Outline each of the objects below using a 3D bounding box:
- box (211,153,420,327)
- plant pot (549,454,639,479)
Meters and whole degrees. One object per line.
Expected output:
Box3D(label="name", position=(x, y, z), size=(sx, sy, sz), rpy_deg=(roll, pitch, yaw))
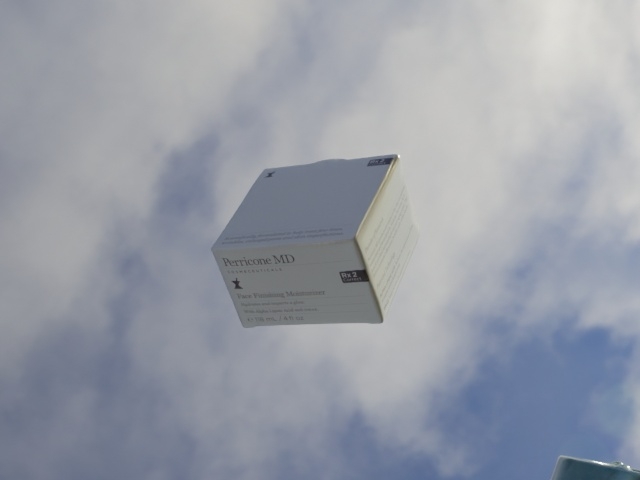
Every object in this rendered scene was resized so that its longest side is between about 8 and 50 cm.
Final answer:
Box3D(label="box", position=(0.000, 0.000, 1.222), size=(0.182, 0.181, 0.119), rpy_deg=(-61, -41, -49))
Box3D(label="plant pot", position=(0.251, 0.274, 0.806), size=(0.293, 0.293, 0.196), rpy_deg=(18, -100, -33))
